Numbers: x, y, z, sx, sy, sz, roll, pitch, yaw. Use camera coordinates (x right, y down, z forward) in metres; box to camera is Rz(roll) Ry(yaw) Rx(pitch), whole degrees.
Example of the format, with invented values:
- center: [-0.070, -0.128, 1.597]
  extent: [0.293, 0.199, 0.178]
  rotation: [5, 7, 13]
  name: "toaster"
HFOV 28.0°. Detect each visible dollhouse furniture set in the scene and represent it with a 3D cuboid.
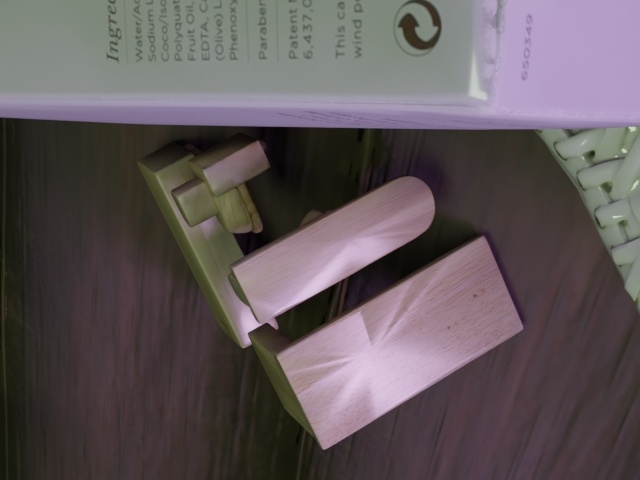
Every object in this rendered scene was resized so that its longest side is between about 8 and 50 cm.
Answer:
- center: [0.000, 0.000, 0.699]
  extent: [0.144, 0.123, 0.151]
  rotation: [65, 167, -18]
  name: "dollhouse furniture set"

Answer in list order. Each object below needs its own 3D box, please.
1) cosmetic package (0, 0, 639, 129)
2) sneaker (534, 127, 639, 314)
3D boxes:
- center: [-0.043, -0.119, 0.487]
  extent: [0.365, 0.197, 0.155]
  rotation: [6, 98, 36]
  name: "cosmetic package"
- center: [0.153, -0.016, 0.510]
  extent: [0.290, 0.123, 0.106]
  rotation: [45, 137, 4]
  name: "sneaker"
